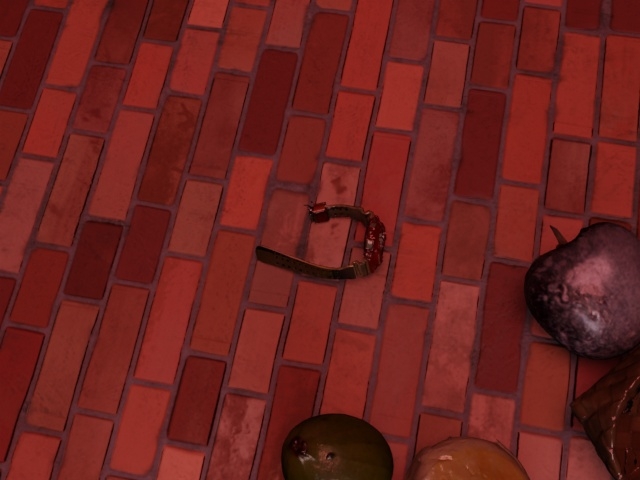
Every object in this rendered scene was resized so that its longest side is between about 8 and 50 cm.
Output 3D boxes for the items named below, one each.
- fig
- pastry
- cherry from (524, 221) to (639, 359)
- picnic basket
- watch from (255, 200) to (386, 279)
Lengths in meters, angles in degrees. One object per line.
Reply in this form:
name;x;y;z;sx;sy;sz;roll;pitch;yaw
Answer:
fig;0.022;0.421;1.680;0.203;0.225;0.203;-13;60;25
pastry;0.272;0.487;1.664;0.264;0.133;0.265;5;68;-13
cherry;0.540;0.093;1.782;0.255;0.218;0.296;-29;83;-12
picnic basket;0.673;0.334;1.600;0.337;0.337;0.293;-37;103;-11
watch;0.008;-0.003;1.923;0.268;0.102;0.165;13;63;17
